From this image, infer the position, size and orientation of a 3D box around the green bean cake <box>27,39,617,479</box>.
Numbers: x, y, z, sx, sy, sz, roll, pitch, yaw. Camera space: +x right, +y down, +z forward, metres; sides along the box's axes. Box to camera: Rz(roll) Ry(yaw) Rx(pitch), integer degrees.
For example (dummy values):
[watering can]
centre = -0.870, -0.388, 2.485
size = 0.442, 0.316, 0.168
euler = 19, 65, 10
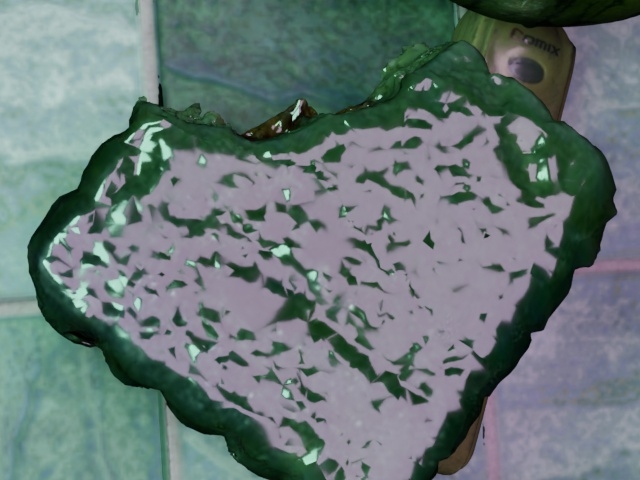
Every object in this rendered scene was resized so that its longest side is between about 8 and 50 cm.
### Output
[green bean cake]
centre = 0.000, 0.000, 1.097
size = 0.300, 0.169, 0.308
euler = 37, 82, -2

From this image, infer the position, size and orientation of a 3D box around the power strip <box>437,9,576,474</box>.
[power strip]
centre = 0.114, -0.021, 1.225
size = 0.092, 0.066, 0.388
euler = 17, 82, -21

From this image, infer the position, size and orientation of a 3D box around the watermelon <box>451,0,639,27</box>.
[watermelon]
centre = 0.166, -0.269, 1.175
size = 0.330, 0.189, 0.331
euler = 1, 67, -3
